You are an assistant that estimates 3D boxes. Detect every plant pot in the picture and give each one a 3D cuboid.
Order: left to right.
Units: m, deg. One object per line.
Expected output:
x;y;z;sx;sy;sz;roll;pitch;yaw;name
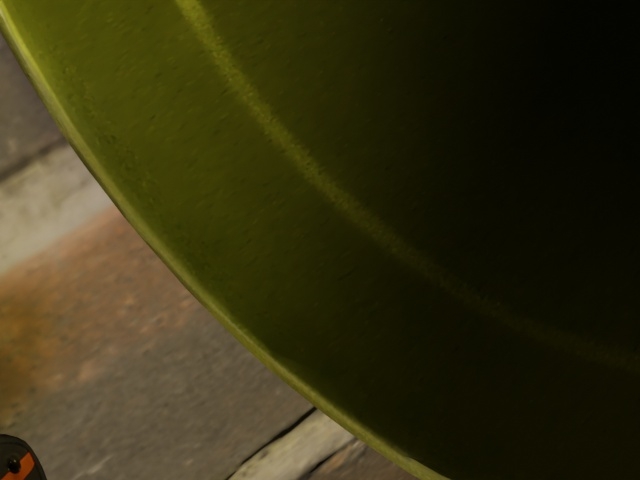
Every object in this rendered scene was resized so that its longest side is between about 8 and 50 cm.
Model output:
0.112;-0.154;0.402;0.353;0.366;0.366;-41;139;-27;plant pot

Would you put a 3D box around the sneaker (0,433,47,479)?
-0.210;0.083;0.443;0.180;0.124;0.321;-47;126;-56;sneaker
